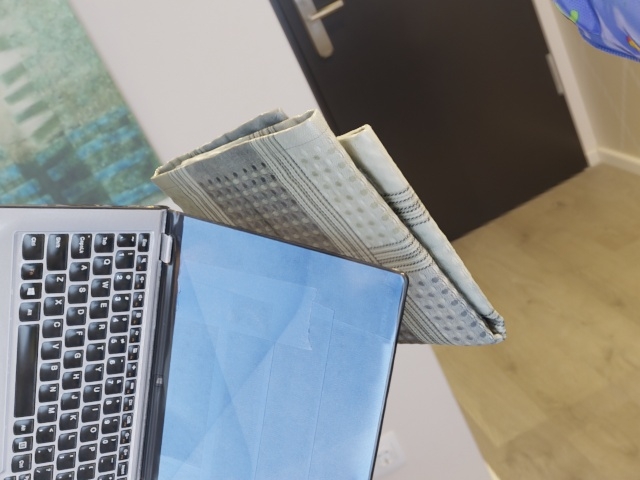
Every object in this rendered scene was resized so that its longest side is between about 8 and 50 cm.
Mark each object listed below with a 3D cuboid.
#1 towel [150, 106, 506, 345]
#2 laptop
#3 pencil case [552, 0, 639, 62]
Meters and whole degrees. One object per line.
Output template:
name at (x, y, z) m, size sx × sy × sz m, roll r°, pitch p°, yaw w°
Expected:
towel at (0.000, 0.000, 0.831) m, size 0.312 × 0.324 × 0.056 m, roll -8°, pitch 41°, yaw 51°
laptop at (-0.177, 0.178, 0.721) m, size 0.408 × 0.382 × 0.236 m, roll -1°, pitch 17°, yaw -32°
pencil case at (0.202, -0.091, 0.305) m, size 0.133 × 0.119 × 0.306 m, roll -62°, pitch 33°, yaw 28°
